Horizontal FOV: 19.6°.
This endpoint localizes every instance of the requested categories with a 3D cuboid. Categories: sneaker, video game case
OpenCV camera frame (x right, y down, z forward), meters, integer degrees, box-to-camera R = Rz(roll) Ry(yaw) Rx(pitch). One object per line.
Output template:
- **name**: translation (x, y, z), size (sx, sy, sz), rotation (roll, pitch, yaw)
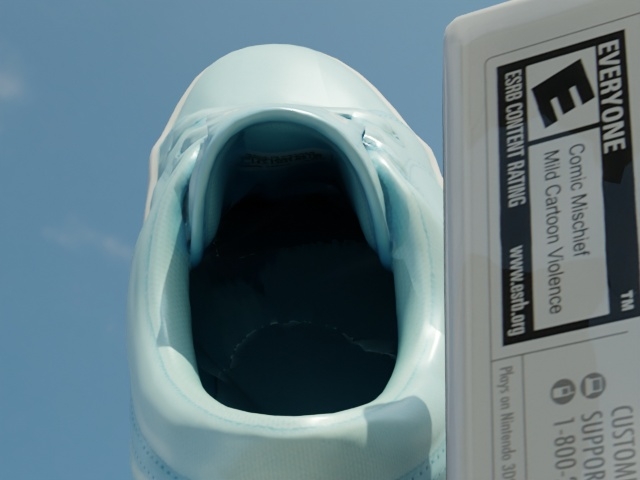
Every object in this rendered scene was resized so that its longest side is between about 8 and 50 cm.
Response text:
- **sneaker**: translation (0.000, 0.000, 0.638), size (0.135, 0.366, 0.150), rotation (-1, -55, -6)
- **video game case**: translation (0.165, 0.055, 0.390), size (0.300, 0.329, 0.036), rotation (-15, -32, 28)
